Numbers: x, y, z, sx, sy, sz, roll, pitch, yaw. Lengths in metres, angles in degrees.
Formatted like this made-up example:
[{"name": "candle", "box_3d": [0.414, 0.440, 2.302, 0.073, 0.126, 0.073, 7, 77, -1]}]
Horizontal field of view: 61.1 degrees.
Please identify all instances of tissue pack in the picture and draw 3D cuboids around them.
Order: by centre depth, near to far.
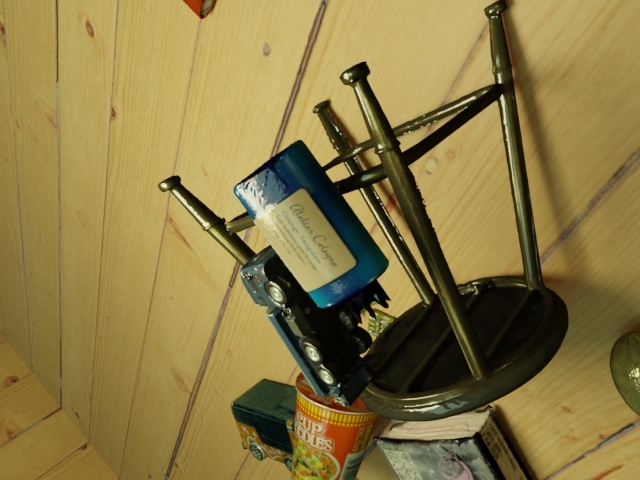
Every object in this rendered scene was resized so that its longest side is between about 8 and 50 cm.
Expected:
[{"name": "tissue pack", "box_3d": [0.285, 0.493, 1.021, 0.259, 0.122, 0.361, -27, 96, 49]}]

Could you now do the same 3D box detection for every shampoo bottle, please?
[{"name": "shampoo bottle", "box_3d": [0.000, 0.000, 0.525, 0.087, 0.050, 0.183, -33, 100, 18]}]

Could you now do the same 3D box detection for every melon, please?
[{"name": "melon", "box_3d": [0.438, 0.181, 0.711, 0.131, 0.098, 0.098, 55, 137, 3]}]

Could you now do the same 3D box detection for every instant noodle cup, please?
[{"name": "instant noodle cup", "box_3d": [0.022, 0.396, 1.098, 0.193, 0.193, 0.212, 17, 101, 35]}]

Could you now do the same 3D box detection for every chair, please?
[{"name": "chair", "box_3d": [0.105, -0.015, 0.732, 0.362, 0.364, 0.410, -17, 106, 45]}]

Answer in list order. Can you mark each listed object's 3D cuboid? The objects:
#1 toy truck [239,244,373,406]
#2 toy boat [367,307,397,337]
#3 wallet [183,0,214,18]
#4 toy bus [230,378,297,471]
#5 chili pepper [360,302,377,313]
[{"name": "toy truck", "box_3d": [-0.009, 0.093, 0.608, 0.088, 0.074, 0.202, -8, 117, 53]}, {"name": "toy boat", "box_3d": [0.142, 0.177, 1.036, 0.115, 0.016, 0.063, 22, 126, 32]}, {"name": "wallet", "box_3d": [-0.252, -0.521, 0.971, 0.204, 0.045, 0.142, 46, 134, 11]}, {"name": "toy bus", "box_3d": [-0.076, 0.442, 1.301, 0.275, 0.138, 0.167, 0, 111, 44]}, {"name": "chili pepper", "box_3d": [0.089, 0.127, 1.047, 0.017, 0.030, 0.083, 39, 142, -7]}]
